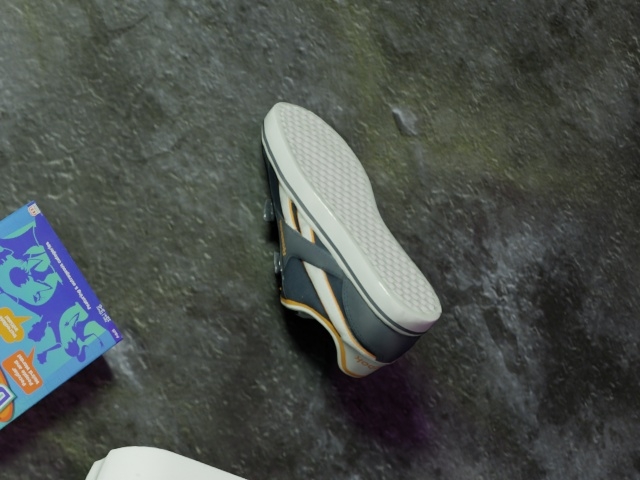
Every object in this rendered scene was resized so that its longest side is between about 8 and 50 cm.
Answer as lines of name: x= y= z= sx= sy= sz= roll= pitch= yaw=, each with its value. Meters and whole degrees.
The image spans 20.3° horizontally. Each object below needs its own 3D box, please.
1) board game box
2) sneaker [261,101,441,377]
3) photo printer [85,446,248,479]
board game box: x=-0.303 y=0.081 z=1.641 sx=0.210 sy=0.047 sz=0.160 roll=-38 pitch=99 yaw=-41
sneaker: x=0.000 y=0.000 z=1.888 sx=0.126 sy=0.127 sz=0.321 roll=9 pitch=42 yaw=-43
photo printer: x=-0.097 y=0.337 z=1.646 sx=0.307 sy=0.107 sz=0.256 roll=26 pitch=45 yaw=-30
